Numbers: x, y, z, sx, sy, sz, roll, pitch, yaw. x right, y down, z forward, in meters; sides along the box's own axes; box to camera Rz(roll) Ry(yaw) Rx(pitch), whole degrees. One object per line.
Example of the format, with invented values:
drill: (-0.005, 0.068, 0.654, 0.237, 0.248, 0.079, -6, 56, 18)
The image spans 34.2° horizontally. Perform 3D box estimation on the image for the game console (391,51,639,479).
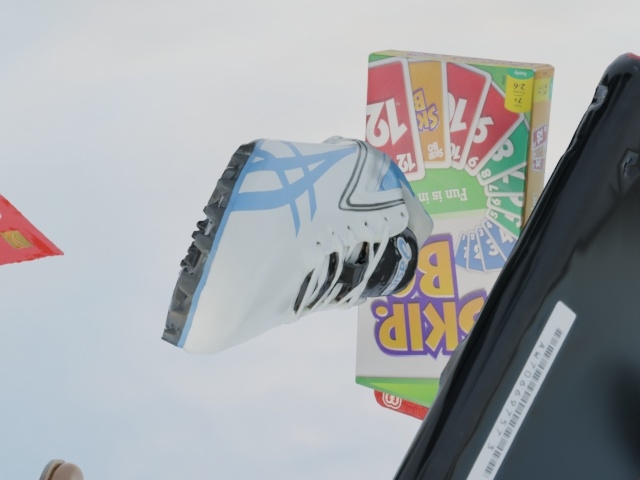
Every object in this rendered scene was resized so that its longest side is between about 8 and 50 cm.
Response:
game console: (0.175, 0.139, 0.607, 0.342, 0.387, 0.060, 35, 169, -34)

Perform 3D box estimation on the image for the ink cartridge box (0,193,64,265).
ink cartridge box: (-0.335, -0.005, 0.774, 0.224, 0.181, 0.056, -7, -128, 26)

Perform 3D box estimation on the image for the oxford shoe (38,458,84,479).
oxford shoe: (-0.217, 0.264, 0.927, 0.076, 0.076, 0.212, -9, -156, -8)

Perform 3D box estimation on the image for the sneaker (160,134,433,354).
sneaker: (0.000, 0.000, 0.483, 0.086, 0.085, 0.237, 27, -161, 11)

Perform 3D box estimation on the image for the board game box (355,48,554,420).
board game box: (0.083, 0.009, 0.694, 0.124, 0.259, 0.039, 13, -158, 37)
